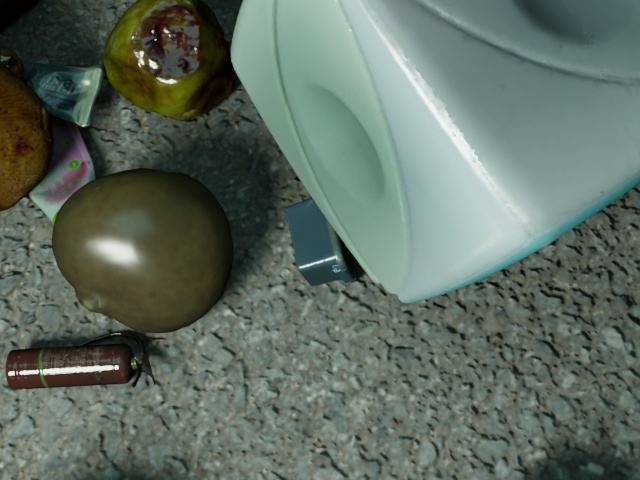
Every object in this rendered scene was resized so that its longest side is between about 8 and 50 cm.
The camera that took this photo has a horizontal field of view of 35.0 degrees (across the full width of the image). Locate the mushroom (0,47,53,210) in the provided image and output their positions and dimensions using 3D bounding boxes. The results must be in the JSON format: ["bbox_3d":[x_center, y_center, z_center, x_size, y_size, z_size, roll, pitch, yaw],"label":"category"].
[{"bbox_3d":[-0.409,-0.132,1.132,0.231,0.138,0.194,34,99,18],"label":"mushroom"}]

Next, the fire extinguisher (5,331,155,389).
[{"bbox_3d":[-0.249,0.127,1.079,0.157,0.045,0.078,-4,43,5],"label":"fire extinguisher"}]

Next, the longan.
[{"bbox_3d":[-0.183,0.006,1.061,0.189,0.189,0.189,-2,65,5],"label":"longan"}]

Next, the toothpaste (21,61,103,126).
[{"bbox_3d":[-0.385,-0.192,1.224,0.268,0.047,0.069,12,50,16],"label":"toothpaste"}]

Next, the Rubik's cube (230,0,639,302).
[{"bbox_3d":[0.154,-0.178,0.959,0.352,0.351,0.347,-34,89,-21],"label":"Rubik's cube"}]

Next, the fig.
[{"bbox_3d":[-0.180,-0.213,1.191,0.165,0.154,0.144,2,78,40],"label":"fig"}]

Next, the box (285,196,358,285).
[{"bbox_3d":[0.000,0.000,1.100,0.054,0.074,0.099,-18,64,12],"label":"box"}]

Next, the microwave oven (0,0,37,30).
[{"bbox_3d":[-0.466,-0.370,1.221,0.188,0.247,0.178,-42,71,-13],"label":"microwave oven"}]

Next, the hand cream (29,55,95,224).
[{"bbox_3d":[-0.321,-0.105,1.197,0.079,0.050,0.275,-12,56,-28],"label":"hand cream"}]
